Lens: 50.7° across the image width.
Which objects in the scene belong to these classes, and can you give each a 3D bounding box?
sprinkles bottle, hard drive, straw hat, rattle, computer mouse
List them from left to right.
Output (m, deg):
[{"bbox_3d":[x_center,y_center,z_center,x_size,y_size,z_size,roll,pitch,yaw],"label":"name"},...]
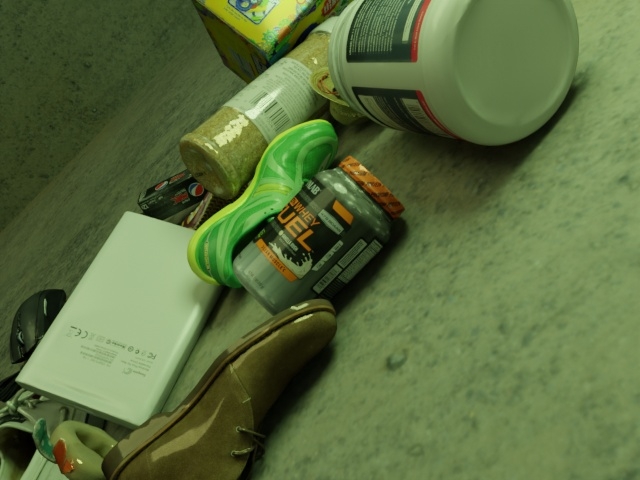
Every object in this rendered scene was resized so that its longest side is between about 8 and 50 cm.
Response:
[{"bbox_3d":[-0.499,0.145,1.202,0.184,0.060,0.262,-37,29,21],"label":"computer mouse"},{"bbox_3d":[-0.295,0.281,0.769,0.143,0.130,0.199,-38,-9,-4],"label":"rattle"},{"bbox_3d":[-0.272,0.107,0.995,0.203,0.040,0.307,16,57,13],"label":"hard drive"},{"bbox_3d":[-0.061,-0.218,1.080,0.355,0.121,0.121,-45,24,-25],"label":"sprinkles bottle"},{"bbox_3d":[0.049,-0.211,1.037,0.144,0.145,0.061,-88,8,-52],"label":"straw hat"}]

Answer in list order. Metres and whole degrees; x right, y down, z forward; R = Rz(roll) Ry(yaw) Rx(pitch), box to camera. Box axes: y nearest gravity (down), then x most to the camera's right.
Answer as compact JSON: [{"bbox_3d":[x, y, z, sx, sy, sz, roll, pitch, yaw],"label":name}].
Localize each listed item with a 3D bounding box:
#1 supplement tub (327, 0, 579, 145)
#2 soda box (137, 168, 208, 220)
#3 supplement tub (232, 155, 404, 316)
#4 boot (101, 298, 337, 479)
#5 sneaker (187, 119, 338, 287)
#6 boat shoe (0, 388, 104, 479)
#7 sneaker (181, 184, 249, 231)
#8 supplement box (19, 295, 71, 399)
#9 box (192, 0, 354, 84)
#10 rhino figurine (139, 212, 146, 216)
[{"bbox_3d":[0.139,-0.217,0.788,0.191,0.191,0.272,-50,28,-5],"label":"supplement tub"},{"bbox_3d":[-0.271,-0.098,1.329,0.169,0.060,0.053,-25,30,6],"label":"soda box"},{"bbox_3d":[0.000,0.000,0.786,0.190,0.117,0.117,-47,27,3],"label":"supplement tub"},{"bbox_3d":[-0.083,0.190,0.713,0.305,0.112,0.115,-43,57,0],"label":"boot"},{"bbox_3d":[-0.060,-0.045,0.977,0.124,0.109,0.295,29,75,39],"label":"sneaker"},{"bbox_3d":[-0.421,0.281,0.983,0.136,0.156,0.367,-40,28,15],"label":"boat shoe"},{"bbox_3d":[-0.199,-0.046,1.188,0.084,0.069,0.185,-1,52,49],"label":"sneaker"},{"bbox_3d":[-0.478,0.200,1.255,0.104,0.081,0.188,-37,28,18],"label":"supplement box"},{"bbox_3d":[-0.053,-0.430,1.223,0.279,0.177,0.290,-50,-9,-4],"label":"box"},{"bbox_3d":[-0.414,0.032,1.396,0.243,0.073,0.106,-46,24,8],"label":"rhino figurine"}]
